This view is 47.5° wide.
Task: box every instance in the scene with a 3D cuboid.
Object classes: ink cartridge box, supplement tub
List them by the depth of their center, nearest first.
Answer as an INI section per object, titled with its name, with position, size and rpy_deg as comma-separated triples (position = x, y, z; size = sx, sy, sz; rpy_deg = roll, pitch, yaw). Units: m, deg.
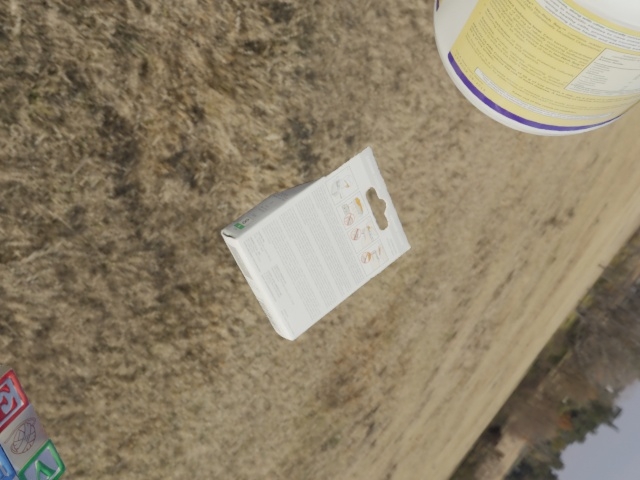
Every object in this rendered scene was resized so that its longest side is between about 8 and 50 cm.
[supplement tub]
position = 0.243, -0.246, 0.604
size = 0.241, 0.241, 0.331
rpy_deg = -49, 177, -11
[ink cartridge box]
position = 0.000, 0.000, 0.979
size = 0.225, 0.056, 0.181
rpy_deg = -38, 123, -20

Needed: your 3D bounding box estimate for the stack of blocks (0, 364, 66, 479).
[stack of blocks]
position = -0.337, 0.251, 0.557
size = 0.297, 0.087, 0.171
rpy_deg = -54, 142, -48
